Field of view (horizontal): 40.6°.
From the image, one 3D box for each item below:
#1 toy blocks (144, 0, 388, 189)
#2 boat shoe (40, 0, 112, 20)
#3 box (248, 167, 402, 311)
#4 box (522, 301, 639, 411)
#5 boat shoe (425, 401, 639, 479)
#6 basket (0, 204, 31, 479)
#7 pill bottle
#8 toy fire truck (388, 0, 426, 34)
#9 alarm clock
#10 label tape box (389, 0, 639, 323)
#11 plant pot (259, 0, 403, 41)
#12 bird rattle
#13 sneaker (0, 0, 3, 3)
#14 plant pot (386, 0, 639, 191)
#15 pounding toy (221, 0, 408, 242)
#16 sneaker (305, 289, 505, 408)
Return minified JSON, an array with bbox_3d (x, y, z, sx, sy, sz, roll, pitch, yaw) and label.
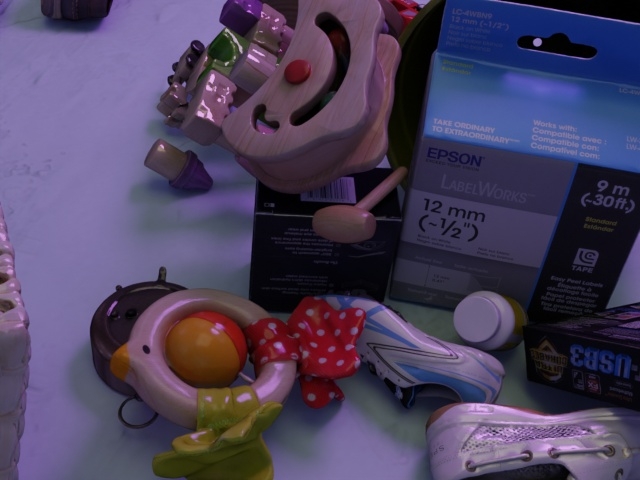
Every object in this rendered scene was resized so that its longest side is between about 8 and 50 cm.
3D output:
[{"bbox_3d":[-0.045,-0.174,1.163,0.260,0.309,0.288,30,49,-24],"label":"toy blocks"},{"bbox_3d":[-0.368,-0.488,1.514,0.130,0.132,0.355,17,51,-3],"label":"boat shoe"},{"bbox_3d":[0.000,0.000,0.979,0.156,0.158,0.093,3,43,-6],"label":"box"},{"bbox_3d":[0.405,0.103,0.851,0.293,0.073,0.295,-7,3,-23],"label":"box"},{"bbox_3d":[0.240,0.219,0.823,0.277,0.098,0.096,1,45,3],"label":"boat shoe"},{"bbox_3d":[-0.407,0.094,0.662,0.328,0.331,0.266,-6,44,-32],"label":"basket"},{"bbox_3d":[0.183,0.087,0.936,0.065,0.065,0.116,31,6,25],"label":"pill bottle"},{"bbox_3d":[0.088,-0.407,1.526,0.135,0.047,0.192,-27,53,-32],"label":"toy fire truck"},{"bbox_3d":[-0.177,0.114,0.905,0.129,0.064,0.192,4,45,-4],"label":"alarm clock"},{"bbox_3d":[0.224,-0.070,0.946,0.249,0.347,0.115,10,43,4],"label":"label tape box"},{"bbox_3d":[-0.001,-0.311,1.323,0.237,0.237,0.109,15,81,8],"label":"plant pot"},{"bbox_3d":[-0.079,0.116,0.833,0.207,0.143,0.253,33,49,9],"label":"bird rattle"},{"bbox_3d":[-0.653,-0.393,1.365,0.293,0.108,0.169,-2,40,-12],"label":"sneaker"},{"bbox_3d":[0.291,-0.224,1.161,0.366,0.366,0.353,14,31,8],"label":"plant pot"},{"bbox_3d":[0.002,-0.118,0.917,0.154,0.155,0.269,0,64,23],"label":"pounding toy"},{"bbox_3d":[0.075,0.121,0.918,0.237,0.085,0.086,23,71,24],"label":"sneaker"}]
